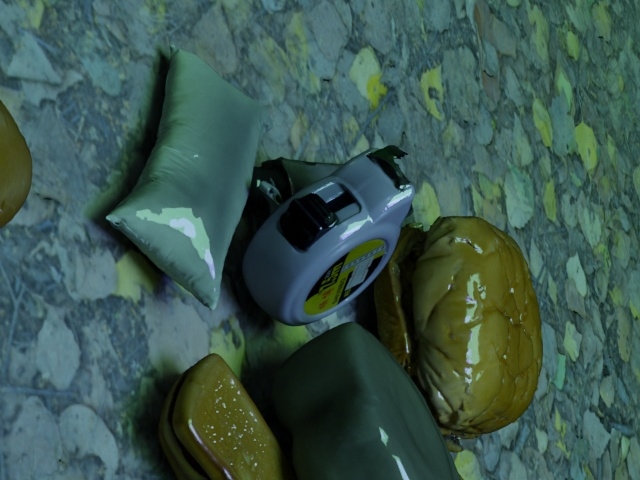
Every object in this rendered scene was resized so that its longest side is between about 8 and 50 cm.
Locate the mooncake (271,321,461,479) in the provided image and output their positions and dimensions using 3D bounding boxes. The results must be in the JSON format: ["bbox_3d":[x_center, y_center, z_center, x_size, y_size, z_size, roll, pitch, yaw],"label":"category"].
[{"bbox_3d":[0.048,0.222,1.639,0.275,0.135,0.275,61,9,-17],"label":"mooncake"}]

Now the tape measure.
[{"bbox_3d":[-0.002,0.000,1.648,0.178,0.196,0.105,-27,65,-35],"label":"tape measure"}]

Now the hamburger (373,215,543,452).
[{"bbox_3d":[0.175,0.116,1.928,0.319,0.158,0.318,21,67,-61],"label":"hamburger"}]

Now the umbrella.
[{"bbox_3d":[0.004,-0.055,1.778,0.337,0.067,0.073,1,60,-59],"label":"umbrella"}]

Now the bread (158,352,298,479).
[{"bbox_3d":[-0.093,0.211,1.519,0.200,0.077,0.116,61,35,-26],"label":"bread"}]

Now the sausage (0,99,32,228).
[{"bbox_3d":[-0.318,-0.038,1.191,0.134,0.116,0.354,61,29,-10],"label":"sausage"}]

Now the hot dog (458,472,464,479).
[{"bbox_3d":[0.124,0.308,1.859,0.102,0.076,0.249,-46,127,-10],"label":"hot dog"}]

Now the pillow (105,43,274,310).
[{"bbox_3d":[-0.128,-0.068,1.552,0.144,0.078,0.254,43,44,-31],"label":"pillow"}]
